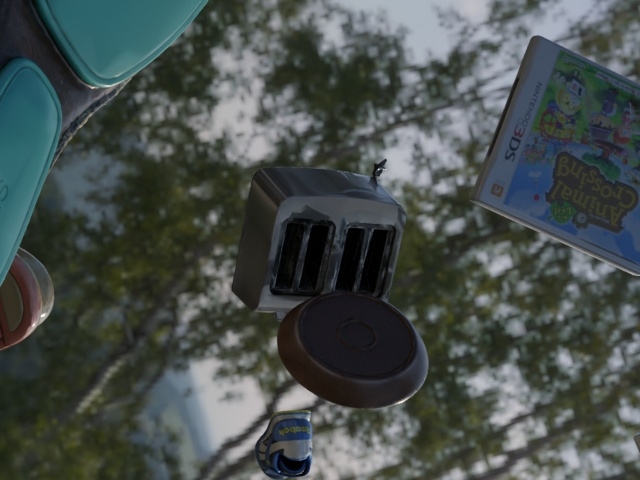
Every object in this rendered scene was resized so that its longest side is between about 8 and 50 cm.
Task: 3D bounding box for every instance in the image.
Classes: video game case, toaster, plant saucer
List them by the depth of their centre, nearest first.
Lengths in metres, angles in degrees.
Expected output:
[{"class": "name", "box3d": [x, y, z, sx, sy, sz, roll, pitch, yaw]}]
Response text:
[{"class": "video game case", "box3d": [0.287, -0.090, 1.518, 0.193, 0.212, 0.023, -69, -166, -8]}, {"class": "plant saucer", "box3d": [0.038, 0.110, 1.527, 0.168, 0.168, 0.029, -113, -152, -44]}, {"class": "toaster", "box3d": [0.000, 0.000, 1.645, 0.110, 0.168, 0.186, -133, -129, -60]}]

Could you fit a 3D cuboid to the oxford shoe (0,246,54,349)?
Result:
[{"class": "oxford shoe", "box3d": [-0.375, 0.029, 1.434, 0.397, 0.146, 0.140, 6, -73, 44]}]

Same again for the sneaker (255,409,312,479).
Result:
[{"class": "sneaker", "box3d": [-0.039, 0.236, 1.544, 0.144, 0.053, 0.059, 105, -23, -58]}]

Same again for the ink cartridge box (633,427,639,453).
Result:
[{"class": "ink cartridge box", "box3d": [0.420, 0.277, 1.485, 0.212, 0.093, 0.154, 68, 17, 7]}]

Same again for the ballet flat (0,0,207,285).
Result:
[{"class": "ballet flat", "box3d": [-0.235, -0.133, 1.035, 0.483, 0.182, 0.164, -62, 147, -31]}]
